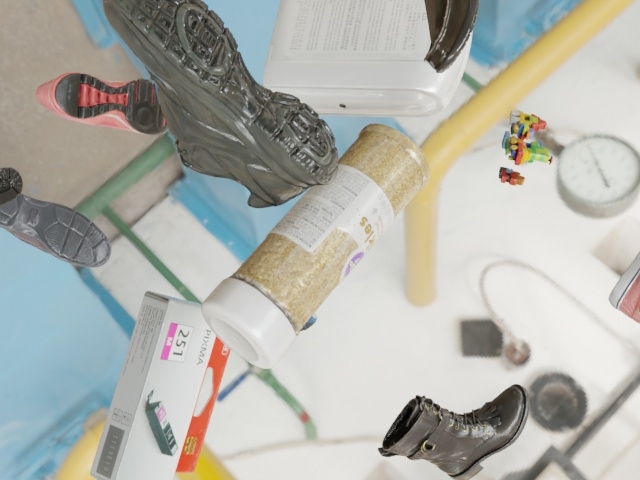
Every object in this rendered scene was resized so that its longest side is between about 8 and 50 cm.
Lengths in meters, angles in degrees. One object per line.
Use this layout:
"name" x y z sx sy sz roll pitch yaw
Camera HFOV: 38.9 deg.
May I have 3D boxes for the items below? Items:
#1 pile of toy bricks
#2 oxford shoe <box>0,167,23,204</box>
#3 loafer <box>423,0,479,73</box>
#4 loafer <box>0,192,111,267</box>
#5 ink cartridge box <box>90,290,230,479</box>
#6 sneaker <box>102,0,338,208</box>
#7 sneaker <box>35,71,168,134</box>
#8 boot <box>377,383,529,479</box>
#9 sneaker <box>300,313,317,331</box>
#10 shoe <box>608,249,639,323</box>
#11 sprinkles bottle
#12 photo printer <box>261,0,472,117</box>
"pile of toy bricks" 0.455 -0.193 1.978 0.212 0.105 0.118 -72 174 -57
"oxford shoe" -0.659 -0.074 1.637 0.227 0.096 0.083 -22 109 -48
"loafer" 0.151 -0.311 1.102 0.080 0.078 0.220 137 -34 -80
"loafer" -0.589 -0.031 1.927 0.109 0.302 0.095 -68 -162 -13
"ink cartridge box" -0.209 0.231 1.369 0.239 0.060 0.275 22 83 -56
"sneaker" -0.117 -0.134 0.914 0.130 0.286 0.109 -32 -159 36
"sneaker" -0.459 -0.297 1.934 0.313 0.136 0.116 8 90 -48
"boot" 0.263 0.355 1.768 0.229 0.091 0.263 33 100 -32
"sneaker" -0.091 0.150 2.114 0.190 0.083 0.071 24 112 -33
"shoe" 0.422 0.026 1.073 0.063 0.081 0.178 2 122 -50
"sprinkles bottle" 0.000 0.000 1.191 0.355 0.121 0.121 -49 158 -24
"photo printer" 0.080 -0.315 1.410 0.107 0.307 0.256 52 45 -62
